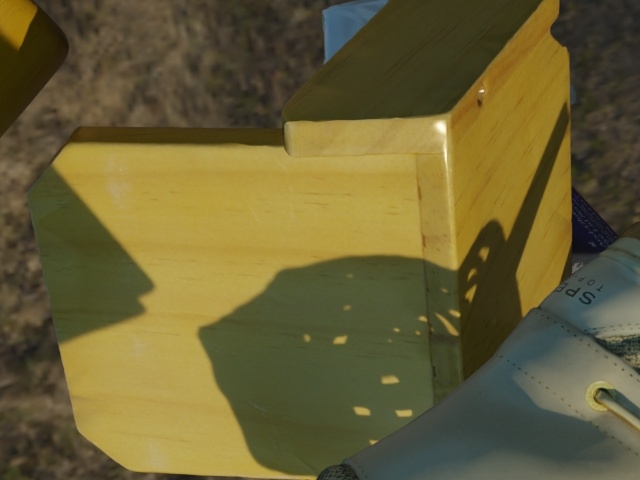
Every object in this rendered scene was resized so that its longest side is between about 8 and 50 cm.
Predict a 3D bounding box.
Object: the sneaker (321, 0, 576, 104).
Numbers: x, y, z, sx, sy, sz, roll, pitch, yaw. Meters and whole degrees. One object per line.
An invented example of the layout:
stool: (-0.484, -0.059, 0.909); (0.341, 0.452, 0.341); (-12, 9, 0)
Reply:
sneaker: (0.144, -0.215, 1.891); (0.108, 0.293, 0.169); (-154, 60, -78)

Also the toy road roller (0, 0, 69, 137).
toy road roller: (-0.325, -0.186, 1.240); (0.241, 0.202, 0.329); (37, 174, 8)

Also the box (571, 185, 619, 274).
box: (0.198, 0.001, 1.725); (0.153, 0.207, 0.108); (50, 116, 23)

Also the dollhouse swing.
dollhouse swing: (0.000, 0.000, 1.302); (0.305, 0.315, 0.346); (9, 125, 25)

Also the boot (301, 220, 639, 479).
boot: (0.118, 0.150, 0.593); (0.262, 0.203, 0.095); (55, 168, 4)
